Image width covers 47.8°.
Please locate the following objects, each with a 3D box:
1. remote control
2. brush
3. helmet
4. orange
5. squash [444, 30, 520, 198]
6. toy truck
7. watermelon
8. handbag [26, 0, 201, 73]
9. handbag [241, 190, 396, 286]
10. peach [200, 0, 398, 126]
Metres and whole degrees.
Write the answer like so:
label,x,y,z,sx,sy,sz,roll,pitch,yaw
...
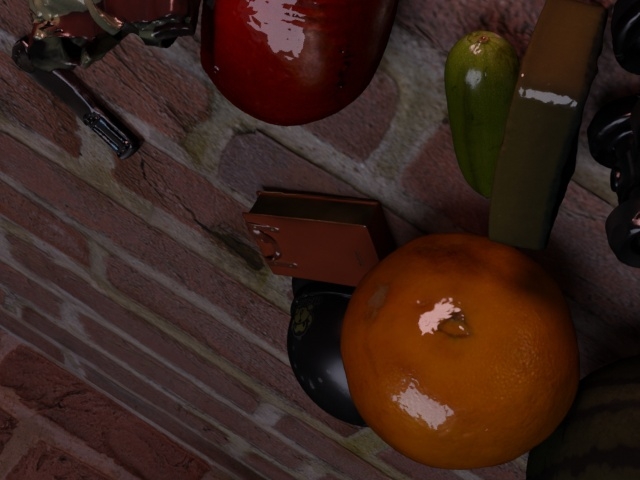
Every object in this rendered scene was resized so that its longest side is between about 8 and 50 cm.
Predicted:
label,x,y,z,sx,sy,sz,roll,pitch,yaw
remote control,-0.340,-0.196,1.008,0.212,0.028,0.059,43,148,-17
brush,0.189,-0.091,0.605,0.059,0.123,0.197,15,145,18
helmet,0.045,0.172,1.055,0.279,0.160,0.230,43,148,-18
orange,0.150,0.119,0.800,0.261,0.261,0.261,22,147,16
squash,0.153,-0.110,0.670,0.066,0.066,0.201,15,150,26
toy truck,0.296,-0.083,0.526,0.165,0.147,0.224,-1,143,9
watermelon,0.382,0.259,0.770,0.279,0.279,0.359,35,144,-4
handbag,-0.162,-0.265,0.605,0.213,0.235,0.127,-4,168,41
handbag,0.000,0.000,0.954,0.190,0.063,0.127,8,141,29
peach,-0.024,-0.181,0.639,0.159,0.154,0.267,31,147,0
